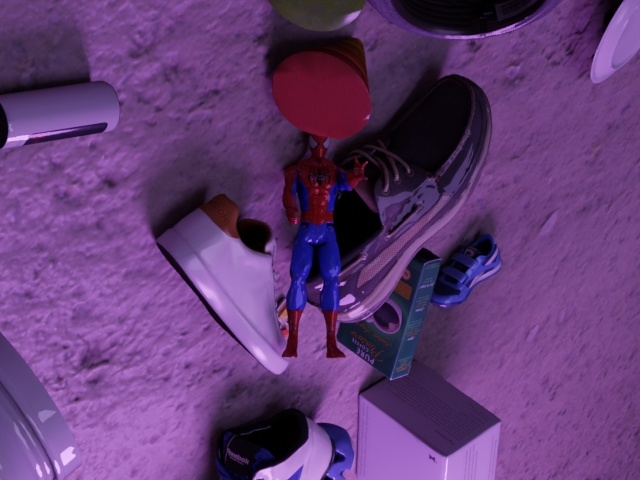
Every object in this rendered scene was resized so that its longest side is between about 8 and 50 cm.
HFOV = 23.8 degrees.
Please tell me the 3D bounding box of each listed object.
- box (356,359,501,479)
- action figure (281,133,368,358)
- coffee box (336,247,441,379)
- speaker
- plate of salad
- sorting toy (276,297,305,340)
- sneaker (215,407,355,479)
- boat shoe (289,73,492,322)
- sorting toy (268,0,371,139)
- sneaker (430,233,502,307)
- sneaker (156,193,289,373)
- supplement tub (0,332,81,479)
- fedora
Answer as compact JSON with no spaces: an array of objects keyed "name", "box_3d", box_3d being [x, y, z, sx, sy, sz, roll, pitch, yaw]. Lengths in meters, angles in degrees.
[{"name":"box","box_3d":[0.155,0.307,2.228,0.119,0.182,0.181,-28,136,-33]},{"name":"action figure","box_3d":[0.000,0.000,1.814,0.091,0.139,0.280,1,86,-8]},{"name":"coffee box","box_3d":[0.090,0.082,2.045,0.040,0.113,0.184,-13,126,-44]},{"name":"speaker","box_3d":[-0.274,-0.128,1.543,0.136,0.055,0.055,-14,127,-41]},{"name":"plate of salad","box_3d":[0.432,-0.313,2.148,0.200,0.048,0.200,-47,159,-23]},{"name":"sorting toy","box_3d":[-0.057,0.120,1.997,0.083,0.012,0.062,-53,143,-3]},{"name":"sneaker","box_3d":[-0.100,0.347,2.049,0.315,0.127,0.182,-55,140,-11]},{"name":"boat shoe","box_3d":[0.089,-0.057,1.921,0.130,0.132,0.355,27,96,-53]},{"name":"sorting toy","box_3d":[0.012,-0.297,1.709,0.126,0.127,0.366,-59,152,-47]},{"name":"sneaker","box_3d":[0.205,0.042,2.187,0.144,0.053,0.059,-40,142,-31]},{"name":"sneaker","box_3d":[-0.081,0.056,1.844,0.123,0.106,0.290,-43,140,-10]},{"name":"supplement tub","box_3d":[-0.430,0.242,1.505,0.331,0.241,0.241,-36,139,-22]},{"name":"fedora","box_3d":[0.169,-0.337,1.749,0.275,0.243,0.124,36,47,-64]}]
